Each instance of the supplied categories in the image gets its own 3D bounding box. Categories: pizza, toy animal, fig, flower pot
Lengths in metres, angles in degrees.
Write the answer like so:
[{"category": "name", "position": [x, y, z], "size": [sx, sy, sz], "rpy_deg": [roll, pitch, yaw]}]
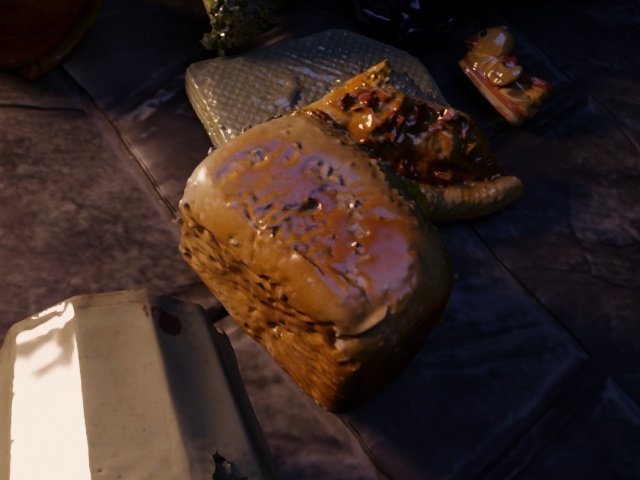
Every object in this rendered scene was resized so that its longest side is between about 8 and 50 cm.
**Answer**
[{"category": "pizza", "position": [0.087, -0.090, 0.934], "size": [0.271, 0.056, 0.134], "rpy_deg": [27, 85, -20]}, {"category": "toy animal", "position": [0.068, -0.348, 1.101], "size": [0.195, 0.090, 0.324], "rpy_deg": [15, 58, -22]}, {"category": "fig", "position": [-0.299, -0.256, 0.908], "size": [0.205, 0.205, 0.205], "rpy_deg": [6, 58, -10]}, {"category": "flower pot", "position": [-0.131, 0.184, 0.643], "size": [0.290, 0.290, 0.259], "rpy_deg": [-5, 51, -16]}]

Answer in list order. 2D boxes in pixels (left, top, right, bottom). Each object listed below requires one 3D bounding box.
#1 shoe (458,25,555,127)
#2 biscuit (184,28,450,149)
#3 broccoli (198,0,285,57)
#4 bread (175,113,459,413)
[{"category": "shoe", "position": [0.204, -0.181, 1.046], "size": [0.069, 0.072, 0.109], "rpy_deg": [-37, 63, 11]}, {"category": "biscuit", "position": [0.002, -0.147, 0.985], "size": [0.252, 0.052, 0.150], "rpy_deg": [-18, 65, -23]}, {"category": "broccoli", "position": [-0.161, -0.375, 0.969], "size": [0.361, 0.252, 0.221], "rpy_deg": [34, 24, 14]}, {"category": "bread", "position": [0.000, 0.000, 0.813], "size": [0.246, 0.195, 0.176], "rpy_deg": [44, 64, 13]}]
